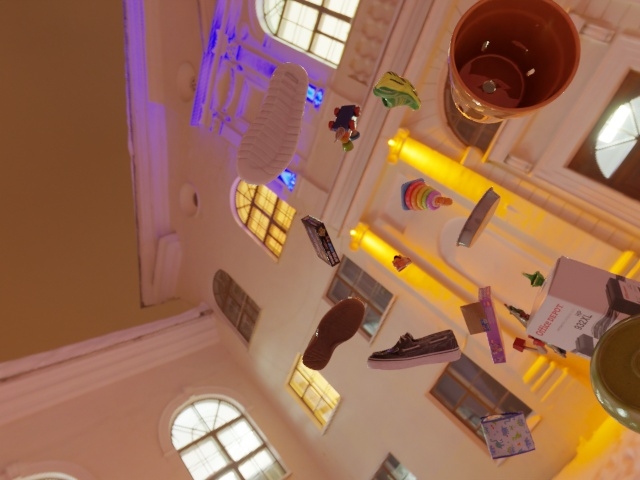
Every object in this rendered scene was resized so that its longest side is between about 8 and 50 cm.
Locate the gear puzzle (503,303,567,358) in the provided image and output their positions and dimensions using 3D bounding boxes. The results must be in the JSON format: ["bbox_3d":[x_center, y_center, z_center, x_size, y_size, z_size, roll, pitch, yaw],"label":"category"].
[{"bbox_3d":[0.803,0.316,1.573,0.044,0.175,0.339,-45,8,6],"label":"gear puzzle"}]

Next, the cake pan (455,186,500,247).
[{"bbox_3d":[0.681,-0.088,1.777,0.293,0.054,0.293,-43,-27,-29],"label":"cake pan"}]

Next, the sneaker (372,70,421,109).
[{"bbox_3d":[0.323,-0.617,1.749,0.123,0.110,0.295,-30,-25,36],"label":"sneaker"}]

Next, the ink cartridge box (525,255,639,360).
[{"bbox_3d":[0.694,0.195,1.003,0.129,0.307,0.223,-55,-27,-27],"label":"ink cartridge box"}]

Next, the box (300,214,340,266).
[{"bbox_3d":[0.000,0.000,1.925,0.051,0.175,0.220,-30,-65,-13],"label":"box"}]

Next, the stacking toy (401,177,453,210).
[{"bbox_3d":[0.583,-0.221,2.198,0.175,0.301,0.166,-20,-66,-27],"label":"stacking toy"}]

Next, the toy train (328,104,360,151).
[{"bbox_3d":[0.095,-0.408,1.629,0.143,0.105,0.248,69,-148,-47],"label":"toy train"}]

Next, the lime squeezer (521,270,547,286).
[{"bbox_3d":[0.728,0.132,1.323,0.109,0.310,0.059,-1,-78,-19],"label":"lime squeezer"}]

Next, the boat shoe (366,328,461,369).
[{"bbox_3d":[0.326,0.387,1.493,0.334,0.119,0.121,-13,-6,11],"label":"boat shoe"}]

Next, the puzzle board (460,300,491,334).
[{"bbox_3d":[0.656,0.329,1.753,0.096,0.128,0.011,-25,-11,39],"label":"puzzle board"}]

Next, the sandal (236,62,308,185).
[{"bbox_3d":[-0.138,-0.364,1.344,0.102,0.169,0.417,163,131,-84],"label":"sandal"}]

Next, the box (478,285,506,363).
[{"bbox_3d":[0.771,0.373,1.865,0.201,0.057,0.294,-26,-79,-67],"label":"box"}]

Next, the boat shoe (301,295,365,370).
[{"bbox_3d":[0.045,0.309,1.462,0.342,0.123,0.123,-61,4,27],"label":"boat shoe"}]

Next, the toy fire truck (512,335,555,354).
[{"bbox_3d":[0.894,0.422,1.688,0.047,0.191,0.135,-42,-45,-34],"label":"toy fire truck"}]

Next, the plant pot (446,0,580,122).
[{"bbox_3d":[0.453,-0.425,1.043,0.291,0.290,0.203,-50,-8,0],"label":"plant pot"}]

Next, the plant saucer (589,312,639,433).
[{"bbox_3d":[0.595,0.222,0.731,0.037,0.241,0.241,35,-85,-22],"label":"plant saucer"}]

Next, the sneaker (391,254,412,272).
[{"bbox_3d":[0.340,0.084,1.731,0.064,0.067,0.175,-37,-9,16],"label":"sneaker"}]

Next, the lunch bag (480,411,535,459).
[{"bbox_3d":[0.658,0.682,1.461,0.151,0.129,0.096,-20,-15,18],"label":"lunch bag"}]
